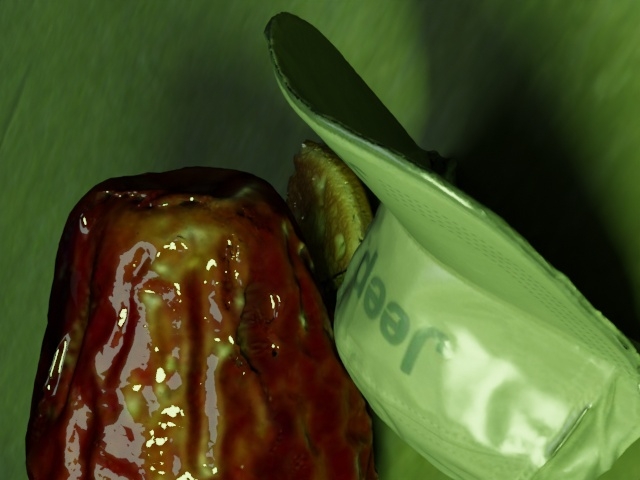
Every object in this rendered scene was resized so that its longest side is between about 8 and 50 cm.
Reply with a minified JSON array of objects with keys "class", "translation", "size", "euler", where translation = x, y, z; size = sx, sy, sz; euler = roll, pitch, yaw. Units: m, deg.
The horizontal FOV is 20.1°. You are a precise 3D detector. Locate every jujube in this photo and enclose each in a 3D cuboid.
[{"class":"jujube","translation":[-0.064,0.108,0.974],"size":[0.197,0.197,0.290],"euler":[16,113,55]}]

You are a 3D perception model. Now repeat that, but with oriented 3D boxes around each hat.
[{"class":"hat","translation":[0.035,0.020,0.841],"size":[0.149,0.244,0.214],"euler":[-54,42,12]}]

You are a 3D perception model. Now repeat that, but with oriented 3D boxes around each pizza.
[{"class":"pizza","translation":[0.005,-0.014,1.032],"size":[0.100,0.029,0.099],"euler":[-32,56,49]}]
